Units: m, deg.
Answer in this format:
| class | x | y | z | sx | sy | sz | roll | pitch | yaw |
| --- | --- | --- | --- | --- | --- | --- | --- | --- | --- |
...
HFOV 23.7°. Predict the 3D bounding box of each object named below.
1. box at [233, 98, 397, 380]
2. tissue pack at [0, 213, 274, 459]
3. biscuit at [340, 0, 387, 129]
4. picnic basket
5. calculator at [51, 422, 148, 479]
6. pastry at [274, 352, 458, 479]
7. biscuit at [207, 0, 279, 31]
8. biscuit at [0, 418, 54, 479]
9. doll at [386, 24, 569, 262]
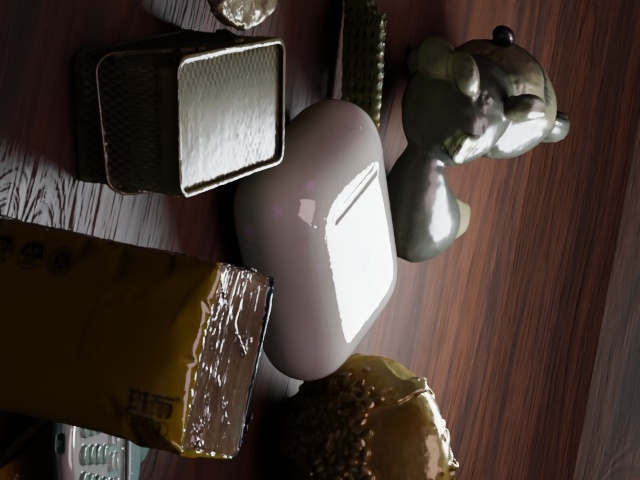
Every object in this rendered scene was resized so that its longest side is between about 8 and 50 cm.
| class | x | y | z | sx | sy | sz | roll | pitch | yaw |
| --- | --- | --- | --- | --- | --- | --- | --- | --- | --- |
| box | -0.001 | 0.000 | 2.120 | 0.289 | 0.141 | 0.349 | -50 | 140 | -45 |
| tissue pack | -0.203 | 0.093 | 1.489 | 0.134 | 0.271 | 0.192 | 20 | 81 | -64 |
| biscuit | 0.061 | -0.259 | 2.187 | 0.016 | 0.144 | 0.203 | 0 | 98 | -22 |
| picnic basket | -0.157 | -0.153 | 1.773 | 0.266 | 0.139 | 0.165 | -25 | 119 | -59 |
| calculator | -0.248 | 0.223 | 1.748 | 0.295 | 0.042 | 0.184 | 22 | 68 | -79 |
| pastry | 0.049 | 0.318 | 2.181 | 0.184 | 0.284 | 0.316 | -11 | 125 | -40 |
| biscuit | -0.070 | -0.340 | 1.838 | 0.133 | 0.032 | 0.250 | 65 | 40 | -56 |
| biscuit | -0.326 | 0.277 | 1.690 | 0.231 | 0.025 | 0.131 | -44 | 136 | -52 |
| doll | 0.222 | -0.170 | 2.492 | 0.378 | 0.252 | 0.382 | -55 | 157 | 20 |
